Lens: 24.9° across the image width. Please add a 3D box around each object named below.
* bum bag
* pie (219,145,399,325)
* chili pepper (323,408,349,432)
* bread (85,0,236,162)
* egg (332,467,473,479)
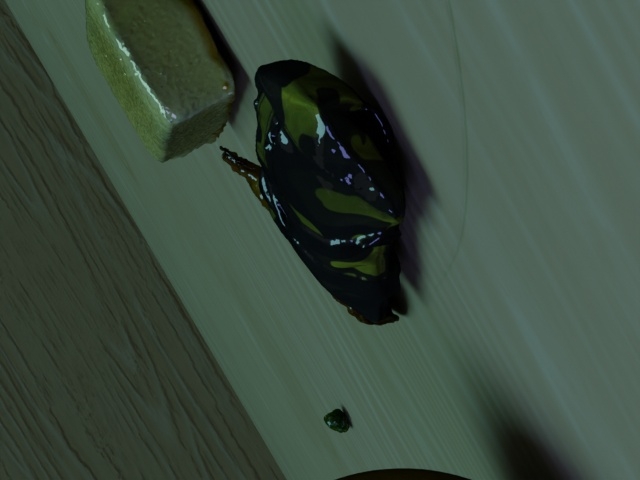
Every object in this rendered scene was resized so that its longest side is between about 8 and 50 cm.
[{"bbox_3d":[0.006,-0.022,0.795,0.106,0.060,0.232,47,169,14],"label":"bum bag"},{"bbox_3d":[0.002,0.002,0.976,0.191,0.033,0.088,50,-178,38],"label":"pie"},{"bbox_3d":[0.017,0.187,1.489,0.027,0.022,0.083,57,174,7],"label":"chili pepper"},{"bbox_3d":[-0.118,-0.132,1.067,0.125,0.068,0.188,59,170,2],"label":"bread"},{"bbox_3d":[0.064,0.275,0.838,0.322,0.250,0.250,57,174,-37],"label":"egg"}]
